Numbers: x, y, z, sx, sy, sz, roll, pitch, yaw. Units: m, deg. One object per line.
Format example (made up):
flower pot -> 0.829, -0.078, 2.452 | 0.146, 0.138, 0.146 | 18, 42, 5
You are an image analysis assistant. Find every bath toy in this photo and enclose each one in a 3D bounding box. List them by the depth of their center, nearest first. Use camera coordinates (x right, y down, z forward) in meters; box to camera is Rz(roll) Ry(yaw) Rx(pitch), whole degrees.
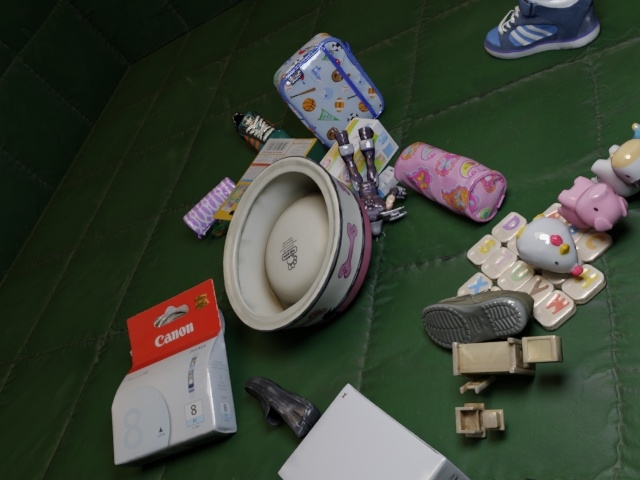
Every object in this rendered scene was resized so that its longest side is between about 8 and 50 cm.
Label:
bath toy -> 0.510, -0.069, 1.214 | 0.348, 0.151, 0.129 | -43, 60, -3

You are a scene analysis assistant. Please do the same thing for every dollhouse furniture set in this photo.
dollhouse furniture set -> 0.330, 0.251, 1.136 | 0.182, 0.101, 0.161 | -11, 71, 37

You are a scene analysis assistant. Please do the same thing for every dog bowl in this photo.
dog bowl -> -0.050, 0.018, 1.566 | 0.408, 0.150, 0.408 | -18, 64, 43

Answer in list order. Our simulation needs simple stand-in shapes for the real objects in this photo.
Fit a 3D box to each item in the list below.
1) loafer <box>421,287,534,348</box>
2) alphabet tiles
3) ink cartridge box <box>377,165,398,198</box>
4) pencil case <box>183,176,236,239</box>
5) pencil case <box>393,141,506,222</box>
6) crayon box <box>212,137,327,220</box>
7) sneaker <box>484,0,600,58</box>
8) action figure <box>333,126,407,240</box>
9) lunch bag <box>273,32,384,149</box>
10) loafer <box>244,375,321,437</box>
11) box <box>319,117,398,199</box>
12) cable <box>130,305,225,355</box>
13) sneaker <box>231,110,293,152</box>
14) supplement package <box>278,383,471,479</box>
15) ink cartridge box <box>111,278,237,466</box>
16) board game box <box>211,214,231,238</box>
loafer -> 0.295, 0.143, 1.256 | 0.087, 0.094, 0.251 | -22, 5, -38
alphabet tiles -> 0.405, 0.051, 1.299 | 0.278, 0.021, 0.284 | -41, 35, 3
ink cartridge box -> 0.166, -0.148, 1.729 | 0.083, 0.028, 0.048 | -45, 35, -2
pencil case -> -0.328, -0.101, 2.074 | 0.206, 0.086, 0.088 | -45, 69, 2
pencil case -> 0.290, -0.138, 1.526 | 0.124, 0.124, 0.284 | -48, 35, -5
crayon box -> -0.143, -0.154, 1.945 | 0.203, 0.083, 0.323 | 8, 56, 42
sneaker -> 0.509, -0.580, 1.656 | 0.323, 0.236, 0.130 | 11, 62, 49
action figure -> 0.115, -0.135, 1.654 | 0.185, 0.099, 0.285 | -11, 77, -2
lunch bag -> 0.028, -0.428, 1.916 | 0.243, 0.303, 0.115 | -40, 32, 4
loafer -> -0.095, 0.351, 1.431 | 0.223, 0.076, 0.078 | 14, 56, 46
box -> 0.094, -0.214, 1.795 | 0.103, 0.114, 0.203 | 19, 69, 52
cable -> -0.368, 0.262, 1.782 | 0.257, 0.089, 0.257 | -48, 36, -6
sneaker -> -0.206, -0.357, 2.229 | 0.108, 0.121, 0.302 | -51, 36, -10
supplement package -> 0.094, 0.407, 1.130 | 0.204, 0.145, 0.262 | -50, 35, -10
ink cartridge box -> -0.369, 0.311, 1.615 | 0.308, 0.091, 0.385 | -25, 63, 24
board game box -> -0.217, -0.105, 2.063 | 0.260, 0.030, 0.136 | -23, 43, 27
